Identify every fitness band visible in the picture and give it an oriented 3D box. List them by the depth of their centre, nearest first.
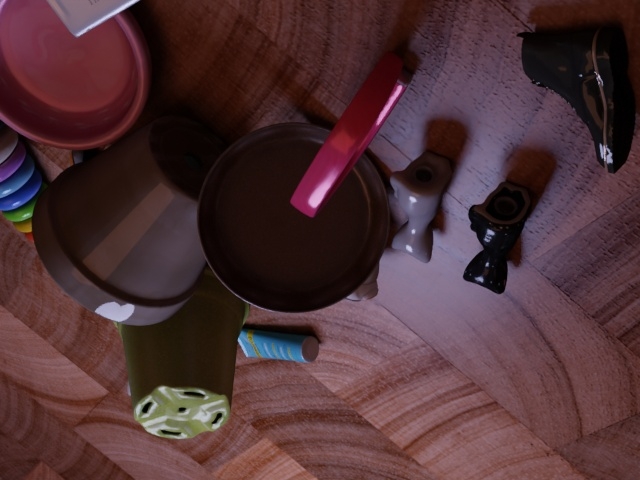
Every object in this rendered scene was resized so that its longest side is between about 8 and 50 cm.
[{"bbox_3d":[0.045,-0.148,1.582,0.054,0.209,0.291,33,143,1],"label":"fitness band"}]

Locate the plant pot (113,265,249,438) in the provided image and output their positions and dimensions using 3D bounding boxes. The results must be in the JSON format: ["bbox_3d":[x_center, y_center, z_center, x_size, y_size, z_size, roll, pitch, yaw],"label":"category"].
[{"bbox_3d":[-0.267,0.228,2.089,0.276,0.254,0.276,-4,140,-3],"label":"plant pot"}]

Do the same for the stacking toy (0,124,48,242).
[{"bbox_3d":[-0.599,-0.074,2.218,0.141,0.141,0.330,3,137,35],"label":"stacking toy"}]

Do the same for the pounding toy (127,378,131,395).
[{"bbox_3d":[-0.309,0.315,2.381,0.154,0.154,0.269,8,135,31],"label":"pounding toy"}]

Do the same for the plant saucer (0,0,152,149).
[{"bbox_3d":[-0.430,-0.312,1.812,0.332,0.084,0.332,7,126,11],"label":"plant saucer"}]

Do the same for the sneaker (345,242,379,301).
[{"bbox_3d":[0.000,0.000,1.889,0.262,0.099,0.121,24,115,26],"label":"sneaker"}]

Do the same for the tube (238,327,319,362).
[{"bbox_3d":[-0.094,0.211,2.204,0.207,0.052,0.080,1,120,44],"label":"tube"}]

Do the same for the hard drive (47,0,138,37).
[{"bbox_3d":[-0.308,-0.449,1.601,0.307,0.040,0.203,-22,116,29],"label":"hard drive"}]

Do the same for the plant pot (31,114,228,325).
[{"bbox_3d":[-0.292,-0.060,1.887,0.323,0.323,0.280,41,126,-7],"label":"plant pot"}]

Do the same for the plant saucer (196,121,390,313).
[{"bbox_3d":[-0.044,-0.038,1.766,0.310,0.310,0.050,44,-176,-11],"label":"plant saucer"}]

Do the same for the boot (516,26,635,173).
[{"bbox_3d":[0.337,-0.190,1.443,0.137,0.077,0.198,10,122,36],"label":"boot"}]

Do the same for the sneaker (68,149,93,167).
[{"bbox_3d":[-0.415,-0.098,2.100,0.083,0.084,0.215,-18,117,13],"label":"sneaker"}]

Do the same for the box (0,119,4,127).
[{"bbox_3d":[-0.737,-0.258,2.110,0.247,0.142,0.163,-3,129,41],"label":"box"}]

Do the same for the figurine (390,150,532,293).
[{"bbox_3d":[0.208,-0.016,1.707,0.215,0.092,0.209,23,145,16],"label":"figurine"}]
